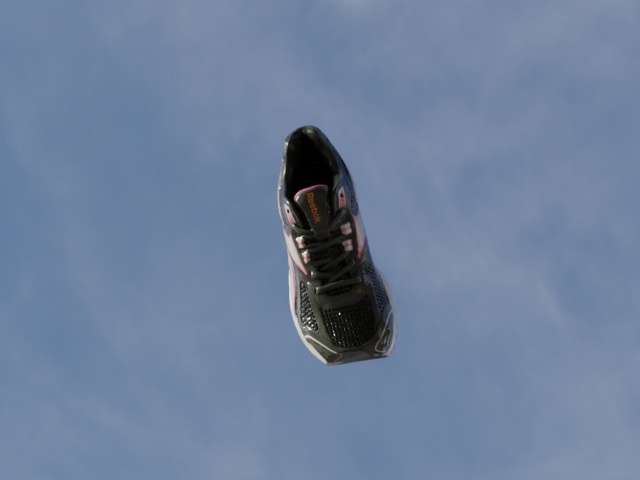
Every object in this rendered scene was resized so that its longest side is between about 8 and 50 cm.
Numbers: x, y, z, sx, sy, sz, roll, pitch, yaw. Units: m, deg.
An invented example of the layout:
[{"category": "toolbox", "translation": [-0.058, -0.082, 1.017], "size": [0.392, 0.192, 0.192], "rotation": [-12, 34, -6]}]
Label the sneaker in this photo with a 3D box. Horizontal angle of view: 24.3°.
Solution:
[{"category": "sneaker", "translation": [0.000, 0.000, 0.998], "size": [0.072, 0.178, 0.077], "rotation": [-20, -32, 1]}]
